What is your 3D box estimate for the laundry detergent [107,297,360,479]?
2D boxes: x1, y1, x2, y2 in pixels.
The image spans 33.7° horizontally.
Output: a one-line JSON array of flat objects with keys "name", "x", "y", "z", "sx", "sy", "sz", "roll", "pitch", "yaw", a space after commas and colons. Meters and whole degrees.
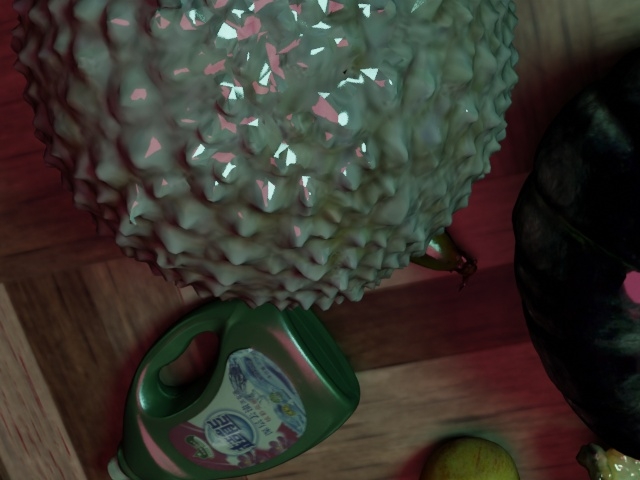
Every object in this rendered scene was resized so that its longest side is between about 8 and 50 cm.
[{"name": "laundry detergent", "x": -0.085, "y": 0.124, "z": 0.806, "sx": 0.211, "sy": 0.063, "sz": 0.137, "roll": -30, "pitch": 106, "yaw": 21}]

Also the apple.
[{"name": "apple", "x": 0.114, "y": 0.194, "z": 0.806, "sx": 0.084, "sy": 0.071, "sz": 0.084, "roll": 2, "pitch": 114, "yaw": 4}]

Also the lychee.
[{"name": "lychee", "x": -0.022, "y": -0.103, "z": 0.582, "sx": 0.300, "sy": 0.300, "sz": 0.300, "roll": 3, "pitch": 115, "yaw": 6}]

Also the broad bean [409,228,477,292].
[{"name": "broad bean", "x": 0.001, "y": -0.005, "z": 0.748, "sx": 0.226, "sy": 0.039, "sz": 0.069, "roll": 10, "pitch": 121, "yaw": 2}]

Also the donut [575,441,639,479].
[{"name": "donut", "x": 0.273, "y": 0.225, "z": 0.785, "sx": 0.126, "sy": 0.144, "sz": 0.187, "roll": -16, "pitch": 81, "yaw": 7}]

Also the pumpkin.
[{"name": "pumpkin", "x": 0.253, "y": 0.024, "z": 0.602, "sx": 0.295, "sy": 0.296, "sz": 0.296, "roll": 3, "pitch": 115, "yaw": 6}]
